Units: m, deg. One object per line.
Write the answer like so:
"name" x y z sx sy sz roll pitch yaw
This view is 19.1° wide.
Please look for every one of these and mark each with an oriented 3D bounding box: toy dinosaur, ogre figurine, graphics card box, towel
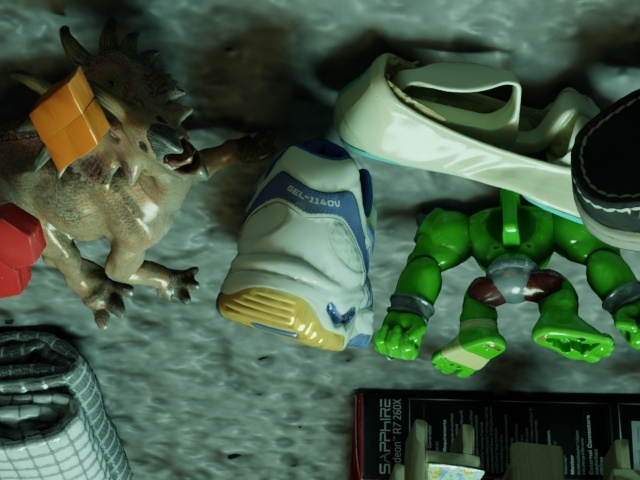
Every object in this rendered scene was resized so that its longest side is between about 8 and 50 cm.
"toy dinosaur" -0.165 -0.047 1.251 0.295 0.127 0.200 -15 145 32
"ogre figurine" 0.141 0.027 1.356 0.197 0.118 0.097 -12 149 24
"graphics card box" 0.211 0.228 1.695 0.370 0.094 0.233 1 147 -1
"towel" -0.316 0.175 1.615 0.283 0.121 0.235 -3 149 4

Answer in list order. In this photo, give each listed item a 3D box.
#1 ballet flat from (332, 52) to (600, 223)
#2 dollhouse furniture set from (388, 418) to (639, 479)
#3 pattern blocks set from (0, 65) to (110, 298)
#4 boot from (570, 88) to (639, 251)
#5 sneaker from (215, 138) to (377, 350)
"ballet flat" 0.132 -0.069 1.248 0.248 0.086 0.086 13 146 -16
"dollhouse furniture set" 0.158 0.278 1.541 0.212 0.161 0.242 7 144 -7
"pattern blocks set" -0.258 -0.116 1.136 0.285 0.026 0.325 29 140 1
"boot" 0.288 -0.139 1.065 0.377 0.138 0.284 -16 145 19
"sneaker" 0.000 0.000 1.297 0.111 0.131 0.296 17 180 -2
